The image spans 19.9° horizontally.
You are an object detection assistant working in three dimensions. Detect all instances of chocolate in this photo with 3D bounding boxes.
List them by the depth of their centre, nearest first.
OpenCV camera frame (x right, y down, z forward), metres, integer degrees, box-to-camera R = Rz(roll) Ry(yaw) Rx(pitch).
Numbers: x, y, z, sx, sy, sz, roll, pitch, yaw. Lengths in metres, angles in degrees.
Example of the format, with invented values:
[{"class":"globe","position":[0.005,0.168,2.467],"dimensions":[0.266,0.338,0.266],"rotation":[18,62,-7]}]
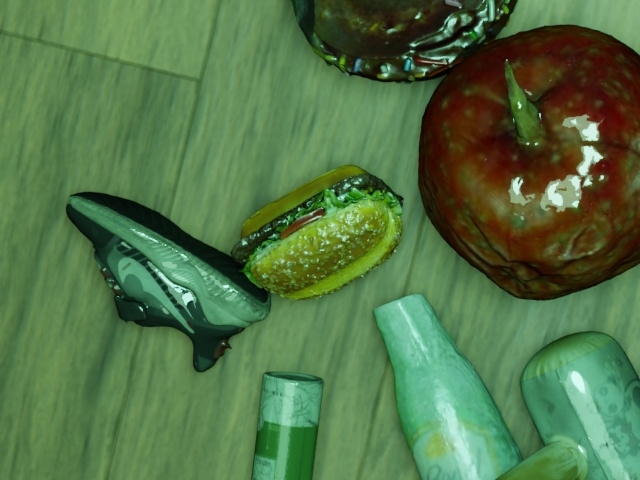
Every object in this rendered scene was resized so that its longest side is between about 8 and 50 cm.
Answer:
[{"class":"chocolate","position":[0.130,0.190,1.746],"dimensions":[0.110,0.110,0.291],"rotation":[-24,87,9]}]

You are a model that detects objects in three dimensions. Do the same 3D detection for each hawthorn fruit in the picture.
[{"class":"hawthorn fruit","position":[0.206,-0.068,1.643],"dimensions":[0.258,0.262,0.258],"rotation":[1,105,4]}]

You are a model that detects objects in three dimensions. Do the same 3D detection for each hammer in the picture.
[{"class":"hammer","position":[0.193,0.220,1.663],"dimensions":[0.305,0.113,0.202],"rotation":[-25,86,-33]}]

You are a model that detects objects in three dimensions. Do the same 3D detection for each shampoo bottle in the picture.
[{"class":"shampoo bottle","position":[-0.039,0.233,1.792],"dimensions":[0.065,0.065,0.204],"rotation":[7,94,8]}]

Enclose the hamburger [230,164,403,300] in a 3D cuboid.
[{"class":"hamburger","position":[0.000,0.000,1.735],"dimensions":[0.166,0.137,0.087],"rotation":[-30,66,14]}]

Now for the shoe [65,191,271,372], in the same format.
[{"class":"shoe","position":[-0.162,0.041,1.786],"dimensions":[0.227,0.099,0.112],"rotation":[29,104,5]}]

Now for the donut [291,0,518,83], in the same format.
[{"class":"donut","position":[0.081,-0.247,1.709],"dimensions":[0.216,0.096,0.230],"rotation":[-44,66,13]}]
